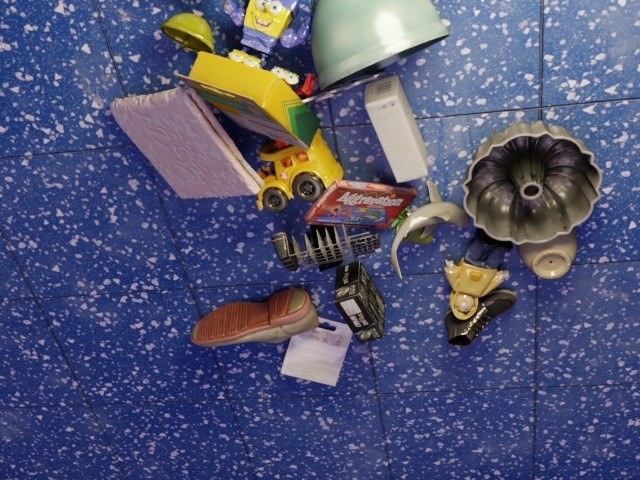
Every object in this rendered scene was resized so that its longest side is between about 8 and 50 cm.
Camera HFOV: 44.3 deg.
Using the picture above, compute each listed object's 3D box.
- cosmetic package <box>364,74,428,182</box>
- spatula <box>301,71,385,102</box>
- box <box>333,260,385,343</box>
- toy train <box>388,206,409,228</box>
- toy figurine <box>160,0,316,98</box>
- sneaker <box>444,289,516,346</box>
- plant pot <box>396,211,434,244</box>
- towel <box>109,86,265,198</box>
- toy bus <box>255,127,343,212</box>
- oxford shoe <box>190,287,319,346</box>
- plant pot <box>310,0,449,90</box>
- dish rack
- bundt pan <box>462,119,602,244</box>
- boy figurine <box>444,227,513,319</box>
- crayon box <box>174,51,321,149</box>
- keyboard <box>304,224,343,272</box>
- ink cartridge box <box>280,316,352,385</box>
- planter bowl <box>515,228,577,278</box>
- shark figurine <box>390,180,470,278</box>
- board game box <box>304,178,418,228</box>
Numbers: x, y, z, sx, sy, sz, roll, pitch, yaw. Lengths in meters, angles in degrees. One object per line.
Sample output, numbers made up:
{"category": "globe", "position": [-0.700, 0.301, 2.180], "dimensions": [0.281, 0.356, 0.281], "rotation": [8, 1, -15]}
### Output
{"category": "cosmetic package", "position": [0.183, -0.265, 1.878], "dimensions": [0.085, 0.117, 0.231], "rotation": [-14, 124, 17]}
{"category": "spatula", "position": [0.048, -0.338, 1.765], "dimensions": [0.168, 0.242, 0.019], "rotation": [-15, 102, 19]}
{"category": "box", "position": [0.111, 0.174, 2.214], "dimensions": [0.077, 0.147, 0.180], "rotation": [-19, 125, 20]}
{"category": "toy train", "position": [0.209, -0.060, 2.096], "dimensions": [0.017, 0.024, 0.083], "rotation": [28, 126, -16]}
{"category": "toy figurine", "position": [-0.144, -0.484, 1.753], "dimensions": [0.362, 0.191, 0.217], "rotation": [23, 93, 6]}
{"category": "sneaker", "position": [0.460, 0.227, 2.238], "dimensions": [0.222, 0.118, 0.083], "rotation": [-28, 121, 25]}
{"category": "plant pot", "position": [0.257, -0.023, 2.092], "dimensions": [0.079, 0.083, 0.083], "rotation": [20, 129, -24]}
{"category": "towel", "position": [-0.326, -0.230, 1.908], "dimensions": [0.331, 0.053, 0.317], "rotation": [1, 138, 45]}
{"category": "toy bus", "position": [-0.082, -0.197, 1.953], "dimensions": [0.220, 0.149, 0.211], "rotation": [-18, 111, 22]}
{"category": "oxford shoe", "position": [-0.194, 0.265, 2.329], "dimensions": [0.396, 0.140, 0.146], "rotation": [-14, 133, 19]}
{"category": "plant pot", "position": [0.098, -0.462, 1.650], "dimensions": [0.293, 0.293, 0.196], "rotation": [-21, 98, 21]}
{"category": "dish rack", "position": [0.019, 0.014, 2.036], "dimensions": [0.271, 0.074, 0.208], "rotation": [-12, 167, 4]}
{"category": "bundt pan", "position": [0.508, -0.153, 1.927], "dimensions": [0.330, 0.124, 0.331], "rotation": [2, 128, 3]}
{"category": "boy figurine", "position": [0.417, 0.095, 2.157], "dimensions": [0.177, 0.092, 0.285], "rotation": [15, 125, -9]}
{"category": "crayon box", "position": [-0.150, -0.314, 1.735], "dimensions": [0.203, 0.083, 0.323], "rotation": [22, 177, 23]}
{"category": "keyboard", "position": [0.000, 0.000, 2.170], "dimensions": [0.100, 0.038, 0.192], "rotation": [-18, 127, -9]}
{"category": "ink cartridge box", "position": [-0.010, 0.328, 2.426], "dimensions": [0.181, 0.056, 0.225], "rotation": [15, 110, -5]}
{"category": "planter bowl", "position": [0.602, 0.031, 2.073], "dimensions": [0.162, 0.109, 0.162], "rotation": [3, 128, 3]}
{"category": "shark figurine", "position": [0.271, -0.037, 1.988], "dimensions": [0.278, 0.116, 0.166], "rotation": [-32, 115, -20]}
{"category": "board game box", "position": [0.106, -0.088, 1.985], "dimensions": [0.281, 0.027, 0.145], "rotation": [2, 139, -41]}
